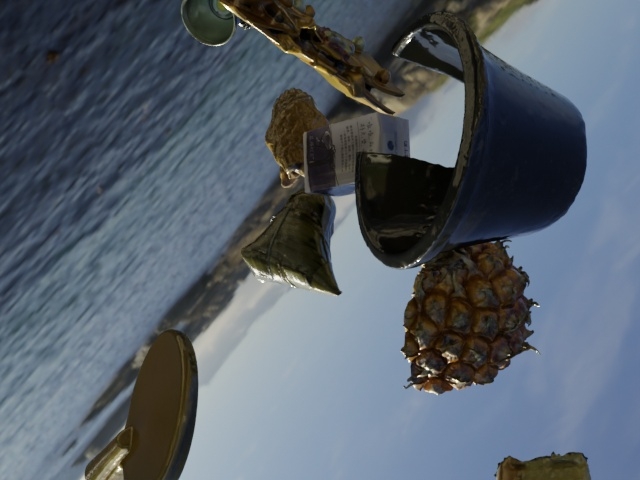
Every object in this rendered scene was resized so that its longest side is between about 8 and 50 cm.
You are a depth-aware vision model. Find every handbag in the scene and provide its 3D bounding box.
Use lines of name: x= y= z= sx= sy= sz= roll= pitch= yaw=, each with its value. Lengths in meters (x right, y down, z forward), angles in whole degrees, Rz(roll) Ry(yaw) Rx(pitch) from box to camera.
handbag: x=-0.011 y=-0.426 z=1.804 sx=0.133 sy=0.401 sz=0.283 roll=-51 pitch=-148 yaw=14

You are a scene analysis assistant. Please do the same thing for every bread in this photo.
bread: x=0.372 y=0.470 z=1.329 sx=0.174 sy=0.251 sz=0.133 roll=-11 pitch=-154 yaw=19

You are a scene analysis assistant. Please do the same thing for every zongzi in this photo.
zongzi: x=0.000 y=0.000 z=1.820 sx=0.274 sy=0.125 sz=0.251 roll=13 pitch=-123 yaw=41

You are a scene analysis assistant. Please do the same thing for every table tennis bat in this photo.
table tennis bat: x=-0.217 y=0.231 z=1.006 sx=0.321 sy=0.050 sz=0.198 roll=-48 pitch=-142 yaw=44

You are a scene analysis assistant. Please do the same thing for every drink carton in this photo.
drink carton: x=0.073 y=-0.171 z=1.715 sx=0.222 sy=0.102 sz=0.134 roll=-8 pitch=-101 yaw=46

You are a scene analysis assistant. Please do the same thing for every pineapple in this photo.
pineapple: x=0.291 y=0.096 z=1.520 sx=0.344 sy=0.209 sz=0.286 roll=-55 pitch=144 yaw=-37

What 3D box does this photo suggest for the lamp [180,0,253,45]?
lamp: x=-0.223 y=-0.586 z=2.078 sx=0.147 sy=0.172 sz=0.227 roll=-20 pitch=-156 yaw=35

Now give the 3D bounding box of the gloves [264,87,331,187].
gloves: x=-0.066 y=-0.278 z=2.266 sx=0.203 sy=0.155 sz=0.356 roll=-45 pitch=-140 yaw=22

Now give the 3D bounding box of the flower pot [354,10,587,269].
flower pot: x=0.235 y=-0.124 z=1.254 sx=0.379 sy=0.251 sz=0.379 roll=-171 pitch=-90 yaw=-69
